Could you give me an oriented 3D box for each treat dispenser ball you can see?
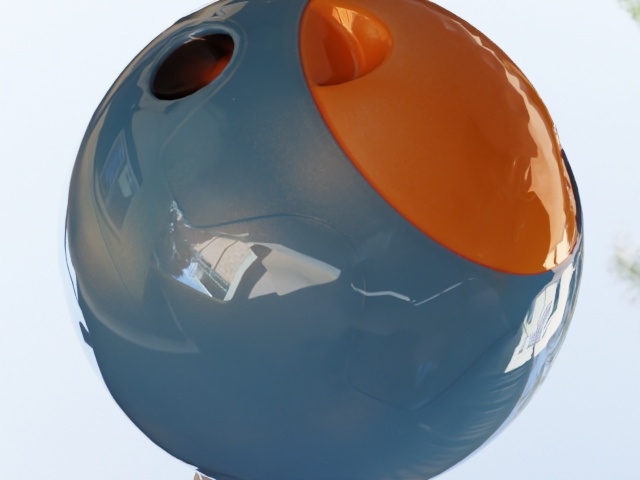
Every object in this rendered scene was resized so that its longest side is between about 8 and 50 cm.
[{"bbox_3d":[0.000,0.000,0.686,0.288,0.288,0.288,20,-152,-11],"label":"treat dispenser ball"}]

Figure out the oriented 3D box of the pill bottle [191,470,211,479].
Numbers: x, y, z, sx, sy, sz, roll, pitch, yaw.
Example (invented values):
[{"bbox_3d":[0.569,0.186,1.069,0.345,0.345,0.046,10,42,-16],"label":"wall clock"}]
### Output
[{"bbox_3d":[-0.019,0.238,1.011,0.160,0.283,0.160,-4,-142,3],"label":"pill bottle"}]
